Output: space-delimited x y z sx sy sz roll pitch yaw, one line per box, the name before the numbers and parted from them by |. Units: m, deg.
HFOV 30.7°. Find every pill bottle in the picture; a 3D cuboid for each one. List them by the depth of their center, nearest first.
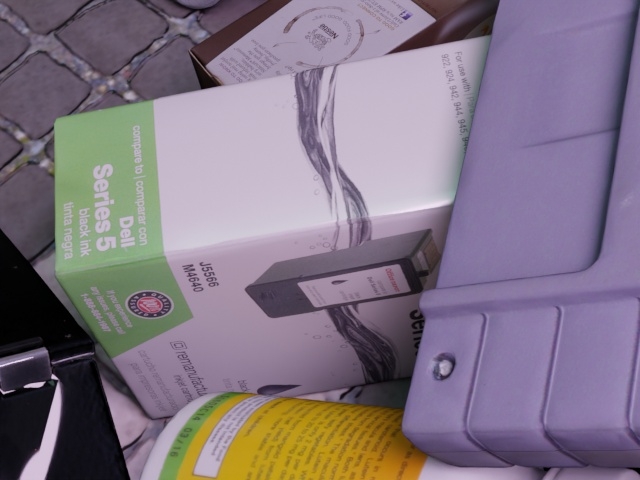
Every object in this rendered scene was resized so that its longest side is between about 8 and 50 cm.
pill bottle | 0.037 0.155 0.604 0.245 0.136 0.136 1 56 31

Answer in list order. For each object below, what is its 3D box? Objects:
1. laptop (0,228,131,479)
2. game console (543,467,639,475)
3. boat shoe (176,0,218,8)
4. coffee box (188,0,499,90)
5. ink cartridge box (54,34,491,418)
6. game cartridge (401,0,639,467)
laptop | -0.317 0.185 0.674 0.382 0.236 0.408 -13 25 -25
game console | 0.205 0.212 0.631 0.213 0.044 0.361 -17 55 -1
boat shoe | -0.020 -0.278 0.853 0.335 0.121 0.119 -10 37 53
coffee box | 0.046 -0.127 0.816 0.246 0.141 0.098 -34 59 -13
ink cartridge box | 0.000 0.000 0.708 0.272 0.198 0.115 -10 57 4
game cartridge | 0.169 -0.074 0.515 0.230 0.068 0.355 -13 52 44
